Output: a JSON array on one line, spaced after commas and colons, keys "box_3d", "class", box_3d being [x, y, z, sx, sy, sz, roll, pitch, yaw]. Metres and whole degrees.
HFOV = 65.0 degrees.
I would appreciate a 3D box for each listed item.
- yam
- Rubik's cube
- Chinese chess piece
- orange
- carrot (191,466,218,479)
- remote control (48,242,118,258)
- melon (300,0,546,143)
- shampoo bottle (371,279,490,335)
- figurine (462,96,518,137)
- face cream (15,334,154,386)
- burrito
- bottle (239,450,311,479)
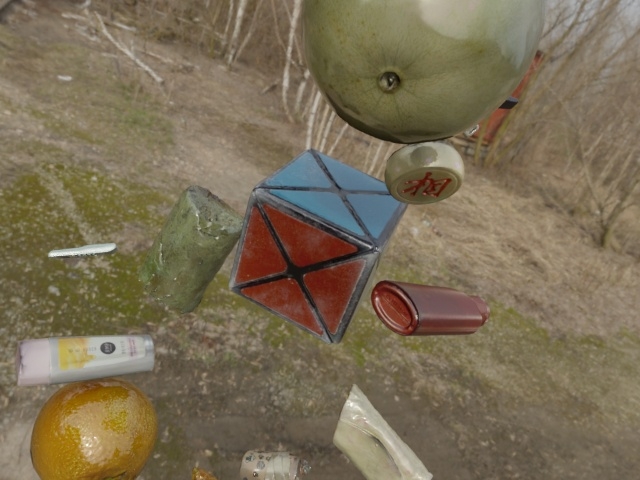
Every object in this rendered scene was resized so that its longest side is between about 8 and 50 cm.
[{"box_3d": [-0.333, 0.021, 1.299, 0.195, 0.300, 0.195, 32, 8, -5], "class": "yam"}, {"box_3d": [0.000, 0.000, 1.001, 0.259, 0.254, 0.260, 26, 33, 8], "class": "Rubik's cube"}, {"box_3d": [0.160, -0.102, 0.777, 0.122, 0.122, 0.051, 12, 63, -28], "class": "Chinese chess piece"}, {"box_3d": [-0.507, 0.444, 1.144, 0.275, 0.274, 0.274, 20, 21, -8], "class": "orange"}, {"box_3d": [-0.120, 0.513, 0.861, 0.314, 0.066, 0.066, 43, 27, 22], "class": "carrot"}, {"box_3d": [-0.620, 0.028, 1.322, 0.162, 0.029, 0.061, -5, -9, -17], "class": "remote control"}, {"box_3d": [0.121, -0.260, 0.587, 0.269, 0.268, 0.330, 24, 47, 2], "class": "melon"}, {"box_3d": [0.199, 0.117, 0.843, 0.260, 0.064, 0.102, 11, 26, -45], "class": "shampoo bottle"}, {"box_3d": [0.390, -0.425, 1.333, 0.309, 0.308, 0.143, 20, 10, -8], "class": "figurine"}, {"box_3d": [-0.508, 0.257, 1.096, 0.270, 0.073, 0.107, 3, 40, -32], "class": "face cream"}, {"box_3d": [0.137, 0.510, 1.247, 0.299, 0.143, 0.105, 47, 24, 9], "class": "burrito"}, {"box_3d": [-0.102, 0.532, 1.150, 0.152, 0.098, 0.099, -4, 14, 18], "class": "bottle"}]
